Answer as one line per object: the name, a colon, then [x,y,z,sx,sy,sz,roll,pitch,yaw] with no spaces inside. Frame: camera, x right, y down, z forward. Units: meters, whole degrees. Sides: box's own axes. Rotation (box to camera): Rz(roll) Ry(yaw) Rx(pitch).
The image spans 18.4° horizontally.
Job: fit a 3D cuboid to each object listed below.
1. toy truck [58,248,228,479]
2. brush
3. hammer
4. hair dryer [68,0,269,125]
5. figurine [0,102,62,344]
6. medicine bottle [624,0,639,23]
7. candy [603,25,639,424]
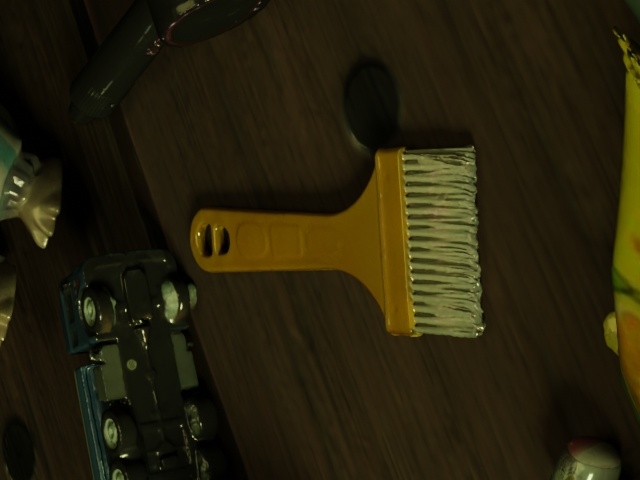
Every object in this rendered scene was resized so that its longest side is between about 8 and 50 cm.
toy truck: [-0.112,0.110,1.247,0.088,0.074,0.202,-26,74,61]
brush: [0.000,0.000,1.124,0.272,0.013,0.103,1,95,54]
hammer: [0.144,0.132,0.939,0.083,0.031,0.052,34,124,34]
hair dryer: [-0.112,-0.145,1.227,0.248,0.070,0.114,-42,62,57]
figurine: [-0.360,-0.135,1.452,0.378,0.361,0.266,-87,22,-53]
medicine bottle: [0.198,-0.101,0.725,0.158,0.158,0.318,-54,53,42]
candy: [0.162,0.053,0.759,0.297,0.081,0.187,73,172,-67]
